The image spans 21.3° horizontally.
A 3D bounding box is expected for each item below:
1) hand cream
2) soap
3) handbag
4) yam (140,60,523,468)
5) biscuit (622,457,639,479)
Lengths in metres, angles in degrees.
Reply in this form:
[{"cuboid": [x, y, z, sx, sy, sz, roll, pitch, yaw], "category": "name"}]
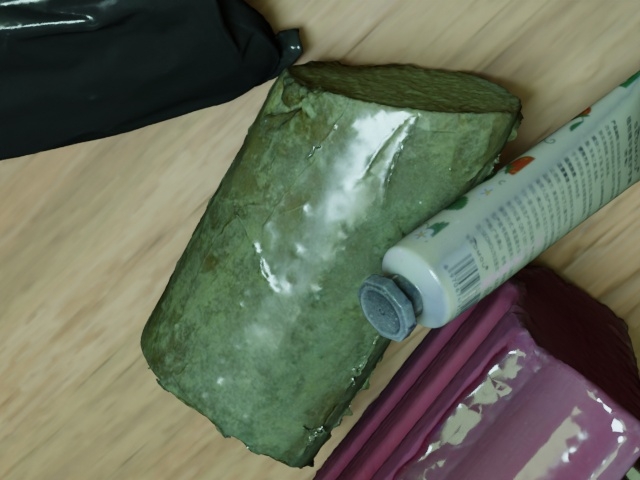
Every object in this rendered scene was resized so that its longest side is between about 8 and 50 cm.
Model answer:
[{"cuboid": [0.136, -0.022, 1.124, 0.059, 0.276, 0.095, 29, 140, 39], "category": "hand cream"}, {"cuboid": [0.067, 0.187, 1.190, 0.128, 0.233, 0.359, 36, 107, -6], "category": "soap"}, {"cuboid": [-0.190, -0.129, 1.181, 0.332, 0.191, 0.075, -15, 61, 11], "category": "handbag"}, {"cuboid": [0.000, 0.000, 1.186, 0.168, 0.168, 0.304, 29, 108, 0], "category": "yam"}, {"cuboid": [0.307, 0.310, 1.217, 0.407, 0.091, 0.407, 0, 90, 0], "category": "biscuit"}]
